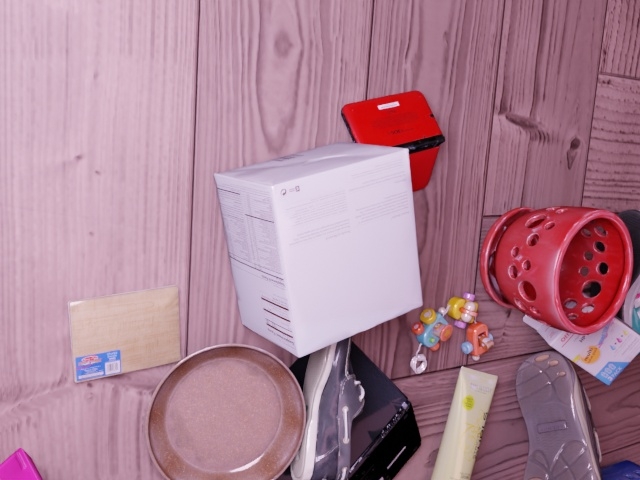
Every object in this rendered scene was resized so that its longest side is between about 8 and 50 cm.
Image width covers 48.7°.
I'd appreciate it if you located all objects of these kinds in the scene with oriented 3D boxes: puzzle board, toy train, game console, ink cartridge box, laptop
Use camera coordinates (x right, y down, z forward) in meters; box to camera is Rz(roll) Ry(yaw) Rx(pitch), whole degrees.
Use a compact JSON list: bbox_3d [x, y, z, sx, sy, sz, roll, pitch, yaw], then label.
[{"bbox_3d":[-0.227,0.107,0.827,0.128,0.011,0.096,-7,105,-32],"label":"puzzle board"},{"bbox_3d":[0.218,0.152,1.115,0.166,0.046,0.125,-14,107,-32],"label":"toy train"},{"bbox_3d":[0.093,-0.129,0.991,0.144,0.085,0.124,-17,78,-31],"label":"game console"},{"bbox_3d":[0.454,0.156,1.217,0.181,0.061,0.104,33,102,-14],"label":"ink cartridge box"},{"bbox_3d":[0.015,0.298,1.029,0.234,0.136,0.264,-45,146,-18],"label":"laptop"}]

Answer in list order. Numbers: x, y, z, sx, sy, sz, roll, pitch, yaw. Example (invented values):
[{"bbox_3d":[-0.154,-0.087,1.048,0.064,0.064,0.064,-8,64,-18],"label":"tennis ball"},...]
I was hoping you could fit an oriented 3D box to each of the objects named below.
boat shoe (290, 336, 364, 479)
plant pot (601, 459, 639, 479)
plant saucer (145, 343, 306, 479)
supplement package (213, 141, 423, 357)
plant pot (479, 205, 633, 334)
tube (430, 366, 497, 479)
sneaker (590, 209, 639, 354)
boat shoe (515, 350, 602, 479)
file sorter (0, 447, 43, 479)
[{"bbox_3d":[0.019,0.204,0.935,0.079,0.084,0.233,12,83,-15],"label":"boat shoe"},{"bbox_3d":[0.611,0.598,1.375,0.236,0.212,0.236,-4,103,-34],"label":"plant pot"},{"bbox_3d":[-0.118,0.223,0.884,0.198,0.036,0.199,-2,97,-16],"label":"plant saucer"},{"bbox_3d":[0.000,0.000,0.872,0.194,0.149,0.203,-18,110,-30],"label":"supplement package"},{"bbox_3d":[0.360,0.034,1.108,0.191,0.174,0.191,-8,105,-32],"label":"plant pot"},{"bbox_3d":[0.229,0.329,1.156,0.070,0.062,0.240,39,68,-75],"label":"tube"},{"bbox_3d":[0.607,0.080,1.313,0.178,0.124,0.296,-8,112,-28],"label":"sneaker"},{"bbox_3d":[0.420,0.366,1.182,0.130,0.132,0.355,26,58,-41],"label":"boat shoe"},{"bbox_3d":[-0.340,0.405,0.697,0.290,0.202,0.182,-42,121,-20],"label":"file sorter"}]
